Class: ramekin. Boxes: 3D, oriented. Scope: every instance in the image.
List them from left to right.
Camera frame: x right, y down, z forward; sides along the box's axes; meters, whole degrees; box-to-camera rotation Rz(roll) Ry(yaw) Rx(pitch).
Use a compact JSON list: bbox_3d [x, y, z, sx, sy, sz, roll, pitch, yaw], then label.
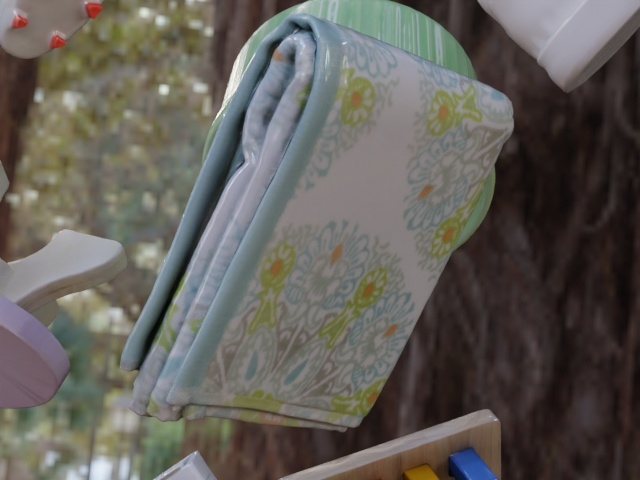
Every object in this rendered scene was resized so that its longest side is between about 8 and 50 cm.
[{"bbox_3d":[0.033,-0.113,1.942,0.303,0.148,0.303,3,-45,3],"label":"ramekin"}]

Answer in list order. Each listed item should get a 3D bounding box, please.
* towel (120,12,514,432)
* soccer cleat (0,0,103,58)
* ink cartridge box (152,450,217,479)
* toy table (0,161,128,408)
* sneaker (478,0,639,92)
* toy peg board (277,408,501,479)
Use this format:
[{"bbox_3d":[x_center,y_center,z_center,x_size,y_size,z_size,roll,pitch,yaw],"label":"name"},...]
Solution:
[{"bbox_3d":[0.000,0.000,1.654,0.090,0.374,0.320,33,11,33],"label":"towel"},{"bbox_3d":[-0.172,-0.219,1.297,0.068,0.196,0.076,26,9,-42],"label":"soccer cleat"},{"bbox_3d":[-0.077,0.200,1.095,0.088,0.122,0.052,-34,2,4],"label":"ink cartridge box"},{"bbox_3d":[-0.332,0.038,1.745,0.274,0.161,0.252,20,-36,14],"label":"toy table"},{"bbox_3d":[0.161,-0.236,0.908,0.169,0.292,0.108,44,13,9],"label":"sneaker"},{"bbox_3d":[0.062,0.219,1.231,0.161,0.161,0.079,-16,36,-18],"label":"toy peg board"}]
